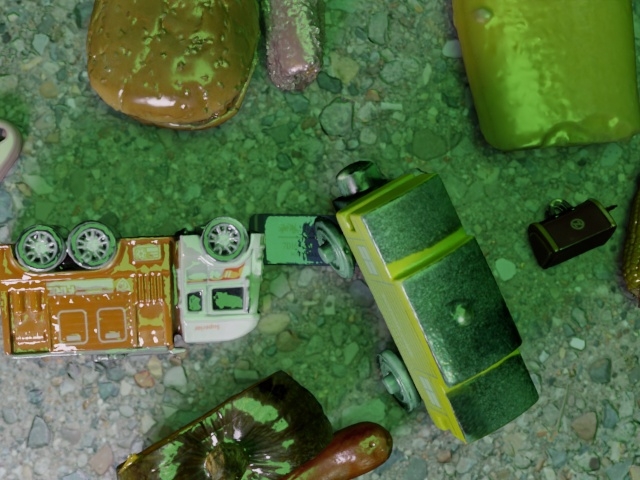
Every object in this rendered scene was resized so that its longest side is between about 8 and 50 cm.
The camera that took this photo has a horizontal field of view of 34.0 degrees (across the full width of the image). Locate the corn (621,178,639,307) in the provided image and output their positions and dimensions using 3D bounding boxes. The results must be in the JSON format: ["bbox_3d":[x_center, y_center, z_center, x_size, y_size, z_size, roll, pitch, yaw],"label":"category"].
[{"bbox_3d":[0.552,-0.015,1.717,0.097,0.097,0.262,14,80,-7],"label":"corn"}]

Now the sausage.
[{"bbox_3d":[-0.029,0.363,1.574,0.302,0.103,0.076,-30,100,-10],"label":"sausage"}]

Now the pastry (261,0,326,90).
[{"bbox_3d":[-0.044,-0.375,1.653,0.102,0.112,0.265,-5,82,4],"label":"pastry"}]

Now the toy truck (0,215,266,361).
[{"bbox_3d":[-0.272,0.072,1.538,0.387,0.173,0.207,-3,90,-7],"label":"toy truck"}]

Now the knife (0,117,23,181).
[{"bbox_3d":[-0.550,-0.033,1.569,0.081,0.043,0.336,26,82,0],"label":"knife"}]

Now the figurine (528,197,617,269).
[{"bbox_3d":[0.414,-0.028,1.713,0.154,0.082,0.098,-25,68,-11],"label":"figurine"}]

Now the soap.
[{"bbox_3d":[0.368,-0.354,1.716,0.306,0.115,0.427,-5,84,-6],"label":"soap"}]

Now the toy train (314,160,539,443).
[{"bbox_3d":[0.153,0.089,1.528,0.179,0.272,0.442,-29,101,-14],"label":"toy train"}]

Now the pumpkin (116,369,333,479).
[{"bbox_3d":[-0.137,0.307,1.503,0.317,0.222,0.139,-27,87,-12],"label":"pumpkin"}]

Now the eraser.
[{"bbox_3d":[0.000,0.000,1.654,0.225,0.036,0.082,2,85,-9],"label":"eraser"}]

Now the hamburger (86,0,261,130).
[{"bbox_3d":[-0.222,-0.314,1.590,0.259,0.144,0.283,1,77,4],"label":"hamburger"}]
